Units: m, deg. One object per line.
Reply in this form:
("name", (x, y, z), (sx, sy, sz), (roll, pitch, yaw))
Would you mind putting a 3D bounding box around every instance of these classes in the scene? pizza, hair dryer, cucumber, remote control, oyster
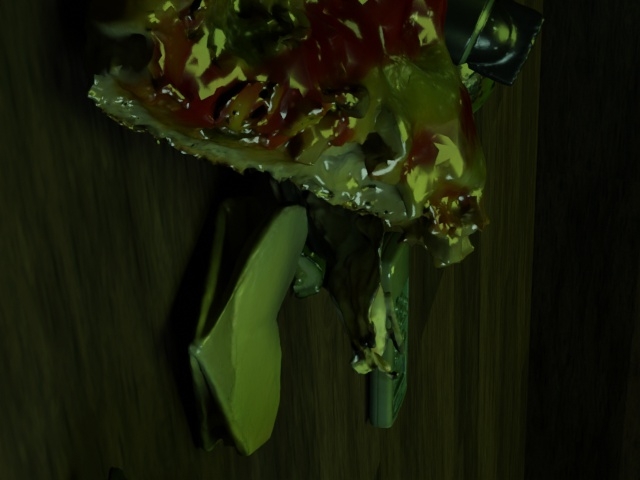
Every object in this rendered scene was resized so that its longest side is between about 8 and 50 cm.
("pizza", (0.030, -0.155, 0.975), (0.406, 0.130, 0.440), (52, 41, -31))
("hair dryer", (0.067, -0.136, 1.320), (0.248, 0.195, 0.078), (-65, 177, 14))
("cucumber", (0.000, 0.000, 1.348), (0.107, 0.035, 0.067), (-70, 159, -47))
("remote control", (0.083, 0.107, 1.715), (0.098, 0.038, 0.234), (-57, 151, -59))
("oyster", (0.008, -0.052, 1.182), (0.201, 0.107, 0.355), (-50, 136, -86))

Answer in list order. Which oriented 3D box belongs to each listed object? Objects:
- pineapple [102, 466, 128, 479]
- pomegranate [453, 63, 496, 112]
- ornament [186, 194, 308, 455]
("pineapple", (-0.063, 0.265, 0.988), (0.362, 0.202, 0.202), (45, 51, -49))
("pomegranate", (0.097, -0.207, 1.426), (0.205, 0.159, 0.159), (68, 20, -8))
("ornament", (-0.065, 0.069, 1.081), (0.180, 0.059, 0.201), (-20, 117, -74))
